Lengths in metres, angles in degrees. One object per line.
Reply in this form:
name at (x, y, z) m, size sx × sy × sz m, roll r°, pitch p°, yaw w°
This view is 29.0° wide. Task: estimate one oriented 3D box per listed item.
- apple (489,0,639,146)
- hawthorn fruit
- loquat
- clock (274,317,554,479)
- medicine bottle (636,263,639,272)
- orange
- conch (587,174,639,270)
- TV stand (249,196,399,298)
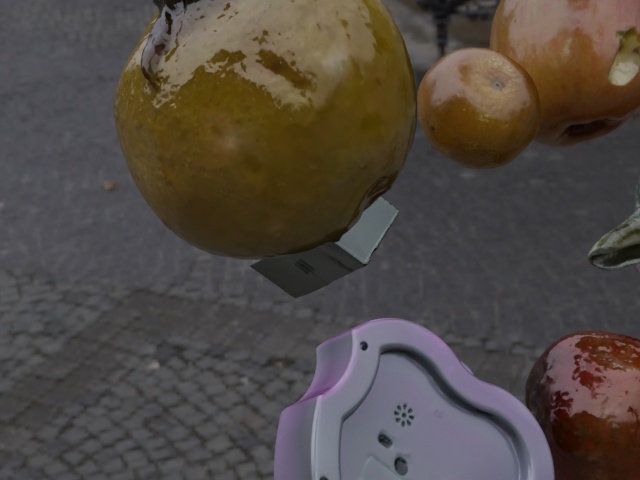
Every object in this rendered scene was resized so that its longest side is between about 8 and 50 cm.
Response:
apple at (0.350, -0.251, 1.675) m, size 0.242 × 0.241 × 0.242 m, roll 1°, pitch -13°, yaw 0°
hawthorn fruit at (0.428, 0.235, 1.656) m, size 0.300 × 0.254 × 0.254 m, roll -7°, pitch 25°, yaw 4°
loquat at (-0.045, -0.110, 0.931) m, size 0.244 × 0.244 × 0.244 m, roll -4°, pitch 26°, yaw 2°
clock at (0.113, 0.257, 1.457) m, size 0.338 × 0.338 × 0.102 m, roll -23°, pitch -7°, yaw -33°
medicine bottle at (0.573, 0.025, 2.020) m, size 0.115 × 0.219 × 0.078 m, roll -30°, pitch 64°, yaw 14°
orange at (0.191, -0.159, 1.518) m, size 0.155 × 0.134 × 0.154 m, roll 10°, pitch 58°, yaw -17°
conch at (0.502, -0.045, 1.703) m, size 0.386 × 0.203 × 0.169 m, roll -33°, pitch 0°, yaw -14°
TV stand at (0.000, 0.000, 1.548) m, size 0.088 × 0.083 × 0.269 m, roll -56°, pitch 9°, yaw -19°
